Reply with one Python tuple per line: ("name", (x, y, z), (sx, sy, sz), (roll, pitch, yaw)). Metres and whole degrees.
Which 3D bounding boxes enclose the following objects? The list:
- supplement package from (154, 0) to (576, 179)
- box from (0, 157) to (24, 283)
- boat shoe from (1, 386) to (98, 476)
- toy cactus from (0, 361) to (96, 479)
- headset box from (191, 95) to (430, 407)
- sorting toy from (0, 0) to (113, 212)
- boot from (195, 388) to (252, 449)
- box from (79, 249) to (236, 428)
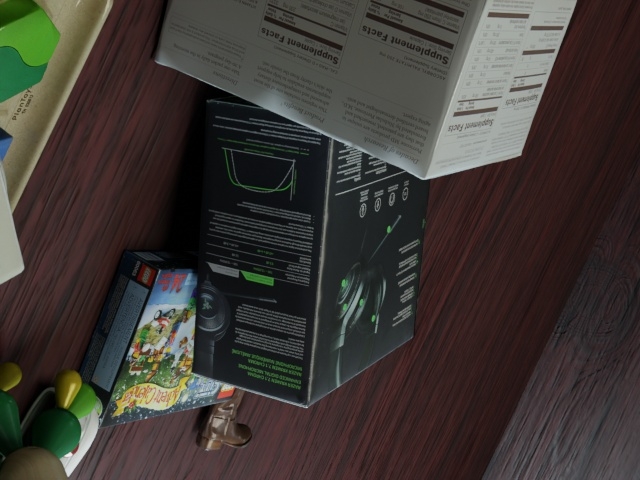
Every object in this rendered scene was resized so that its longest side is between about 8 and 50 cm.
("supplement package", (0.039, -0.172, 0.917), (0.204, 0.262, 0.145), (-17, 129, -58))
("box", (-0.308, 0.009, 0.512), (0.311, 0.121, 0.148), (-32, 142, -31))
("boat shoe", (-0.258, 0.210, 0.955), (0.184, 0.066, 0.063), (-56, 141, -10))
("toy cactus", (-0.237, 0.151, 0.812), (0.112, 0.180, 0.219), (-46, 153, 11))
("headset box", (0.000, 0.000, 1.088), (0.246, 0.131, 0.283), (-24, 121, -59))
("sorting toy", (-0.216, -0.124, 0.670), (0.307, 0.041, 0.229), (-60, 157, 17))
("boot", (-0.093, 0.180, 1.284), (0.106, 0.037, 0.114), (3, 106, -66))
("box", (-0.134, 0.090, 1.098), (0.233, 0.044, 0.159), (1, 113, -63))
